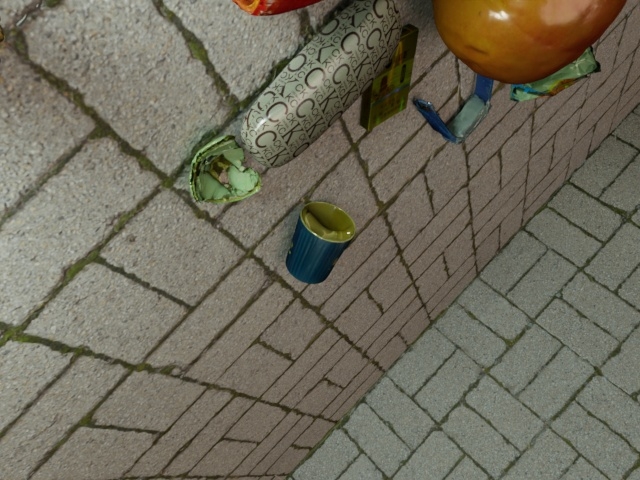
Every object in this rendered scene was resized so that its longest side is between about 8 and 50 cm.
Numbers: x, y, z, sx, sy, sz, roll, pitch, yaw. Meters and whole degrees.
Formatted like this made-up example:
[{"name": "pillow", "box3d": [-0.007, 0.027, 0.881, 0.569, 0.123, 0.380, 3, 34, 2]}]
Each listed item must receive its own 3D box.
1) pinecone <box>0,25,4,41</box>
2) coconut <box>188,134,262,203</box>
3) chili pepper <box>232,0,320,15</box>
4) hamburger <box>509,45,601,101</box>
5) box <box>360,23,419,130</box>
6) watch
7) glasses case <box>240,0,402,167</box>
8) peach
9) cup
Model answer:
[{"name": "pinecone", "box3d": [-0.388, -0.157, 0.363, 0.246, 0.246, 0.292, -52, 150, 8]}, {"name": "coconut", "box3d": [-0.170, -0.116, 0.918, 0.133, 0.055, 0.158, -37, 149, -17]}, {"name": "chili pepper", "box3d": [0.029, -0.410, 0.745, 0.338, 0.131, 0.134, -35, 159, -27]}, {"name": "hamburger", "box3d": [0.539, -0.486, 1.319, 0.151, 0.261, 0.275, -3, 98, -24]}, {"name": "box", "box3d": [0.138, -0.330, 1.114, 0.121, 0.030, 0.193, -35, 151, -24]}, {"name": "watch", "box3d": [0.365, -0.387, 1.342, 0.276, 0.068, 0.274, -51, 148, 7]}, {"name": "glasses case", "box3d": [0.006, -0.271, 0.937, 0.354, 0.085, 0.137, -46, 152, -2]}, {"name": "peach", "box3d": [0.379, -0.455, 0.967, 0.302, 0.342, 0.342, 5, 126, -30]}, {"name": "cup", "box3d": [0.000, 0.000, 1.262, 0.176, 0.131, 0.155, -54, 172, -53]}]
